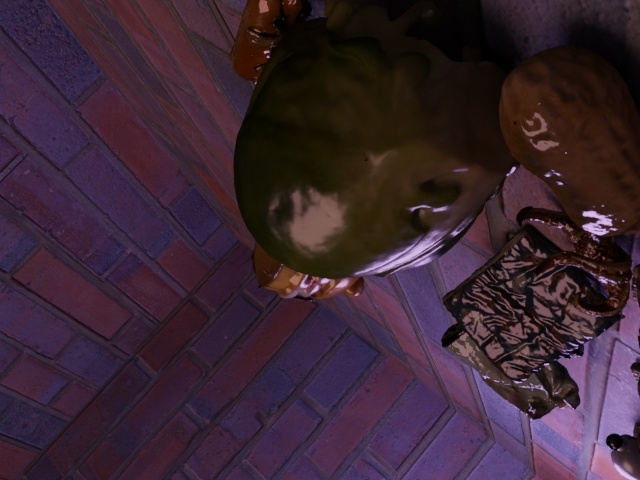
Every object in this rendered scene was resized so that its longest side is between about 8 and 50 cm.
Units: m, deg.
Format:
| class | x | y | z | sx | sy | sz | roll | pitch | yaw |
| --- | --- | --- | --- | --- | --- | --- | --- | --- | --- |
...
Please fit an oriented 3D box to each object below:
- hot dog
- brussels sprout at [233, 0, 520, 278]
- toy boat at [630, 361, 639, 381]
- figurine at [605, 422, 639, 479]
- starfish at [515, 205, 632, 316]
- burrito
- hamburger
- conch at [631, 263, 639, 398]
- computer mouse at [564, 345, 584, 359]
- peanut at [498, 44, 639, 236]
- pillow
| class | x | y | z | sx | sy | sz | roll | pitch | yaw |
| --- | --- | --- | --- | --- | --- | --- | --- | --- | --- |
| hot dog | -0.064 | -0.284 | 0.991 | 0.072 | 0.109 | 0.269 | 41 | 167 | -5 |
| brussels sprout | 0.056 | -0.101 | 0.859 | 0.276 | 0.314 | 0.371 | 21 | 176 | -31 |
| toy boat | 0.532 | 0.229 | 1.137 | 0.063 | 0.016 | 0.115 | 49 | 167 | -35 |
| figurine | 0.601 | 0.394 | 1.370 | 0.147 | 0.093 | 0.197 | 19 | 159 | 4 |
| starfish | 0.310 | 0.011 | 0.899 | 0.146 | 0.074 | 0.190 | 50 | 175 | 34 |
| burrito | 0.331 | 0.207 | 1.271 | 0.229 | 0.089 | 0.144 | 41 | 140 | 0 |
| hamburger | 0.000 | 0.000 | 1.529 | 0.237 | 0.276 | 0.276 | 15 | 179 | -20 |
| conch | 0.402 | 0.119 | 0.867 | 0.207 | 0.130 | 0.155 | 66 | 165 | 2 |
| computer mouse | 0.365 | 0.124 | 1.205 | 0.192 | 0.062 | 0.106 | 41 | 170 | -31 |
| peanut | 0.246 | -0.084 | 0.691 | 0.120 | 0.110 | 0.236 | 0 | 148 | 43 |
| pillow | 0.306 | 0.105 | 1.124 | 0.189 | 0.034 | 0.255 | 46 | 140 | 7 |
